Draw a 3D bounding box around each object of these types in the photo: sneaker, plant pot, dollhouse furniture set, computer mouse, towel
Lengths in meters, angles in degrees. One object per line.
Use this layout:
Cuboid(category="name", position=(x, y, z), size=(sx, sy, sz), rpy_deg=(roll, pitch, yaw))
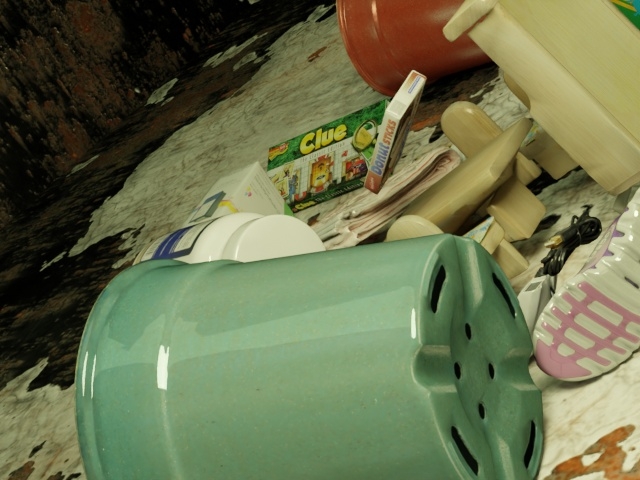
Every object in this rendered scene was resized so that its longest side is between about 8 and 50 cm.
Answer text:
Cuboid(category="sneaker", position=(0.295, 0.046, 1.468), size=(0.236, 0.095, 0.104), rpy_deg=(-51, -2, -11))
Cuboid(category="plant pot", position=(0.009, 0.149, 1.373), size=(0.334, 0.341, 0.341), rpy_deg=(-14, 26, 28))
Cuboid(category="dollhouse furniture set", position=(0.180, -0.120, 1.659), size=(0.394, 0.256, 0.362), rpy_deg=(-38, 11, 47))
Cuboid(category="computer mouse", position=(0.226, 0.065, 1.501), size=(0.106, 0.042, 0.193), rpy_deg=(-36, -26, -55))
Cuboid(category="plant pot", position=(0.214, -0.391, 2.440), size=(0.265, 0.272, 0.272), rpy_deg=(-5, 34, 41))
Cuboid(category="towel", position=(0.000, 0.000, 1.956), size=(0.332, 0.053, 0.317), rpy_deg=(-30, 1, 36))

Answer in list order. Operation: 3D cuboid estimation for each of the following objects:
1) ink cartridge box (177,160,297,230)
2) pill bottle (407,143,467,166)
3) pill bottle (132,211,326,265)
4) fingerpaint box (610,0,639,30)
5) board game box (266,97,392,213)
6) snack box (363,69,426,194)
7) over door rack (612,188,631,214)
Cuboid(category="ink cartridge box", position=(-0.121, 0.008, 2.156), size=(0.093, 0.154, 0.212), rpy_deg=(-20, 23, 34))
Cuboid(category="pill bottle", position=(0.184, -0.100, 2.041), size=(0.116, 0.065, 0.065), rpy_deg=(-21, 23, 36))
Cuboid(category="pill bottle", position=(-0.108, 0.049, 1.706), size=(0.153, 0.153, 0.265), rpy_deg=(-45, 16, -28))
Cuboid(category="fingerpaint box", position=(0.550, -0.412, 2.026), size=(0.445, 0.163, 0.371), rpy_deg=(-42, 19, -20))
Cuboid(category="board game box", position=(0.012, -0.128, 2.366), size=(0.260, 0.030, 0.136), rpy_deg=(-21, 51, 37))
Cuboid(category="snack box", position=(0.083, -0.120, 1.664), size=(0.064, 0.022, 0.178), rpy_deg=(-58, -8, -25))
Cuboid(category="over door rack", position=(0.489, -0.124, 1.548), size=(0.324, 0.108, 0.239), rpy_deg=(-54, 22, -11))
